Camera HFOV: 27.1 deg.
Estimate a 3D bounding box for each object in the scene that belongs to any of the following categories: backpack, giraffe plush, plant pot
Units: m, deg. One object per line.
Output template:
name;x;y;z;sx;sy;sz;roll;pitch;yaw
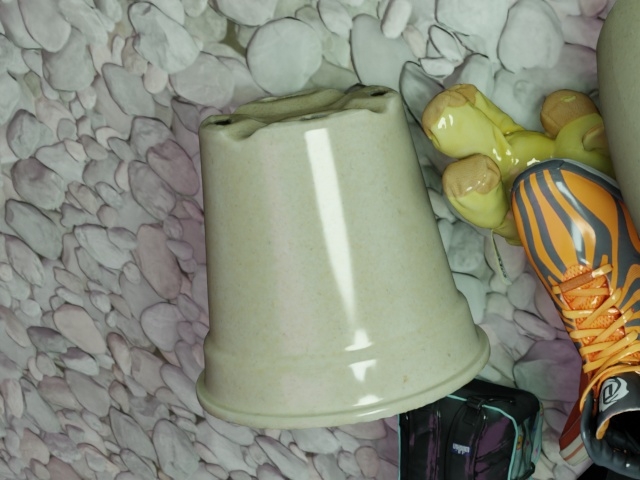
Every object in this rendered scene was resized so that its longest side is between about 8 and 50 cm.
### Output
backpack;0.178;0.257;1.575;0.166;0.144;0.188;10;101;30
giraffe plush;0.224;-0.082;1.326;0.171;0.181;0.210;-24;93;22
plant pot;0.000;0.000;1.450;0.334;0.334;0.305;1;109;36

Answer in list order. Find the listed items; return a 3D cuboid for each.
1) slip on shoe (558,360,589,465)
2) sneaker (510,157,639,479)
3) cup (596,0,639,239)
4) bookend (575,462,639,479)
slip on shoe;0.323;0.108;1.403;0.101;0.123;0.331;39;132;28
sneaker;0.272;0.083;1.221;0.125;0.180;0.321;-28;105;30
cup;0.366;-0.123;1.102;0.237;0.331;0.331;57;141;29
bookend;0.375;0.316;1.522;0.157;0.072;0.156;23;149;3
